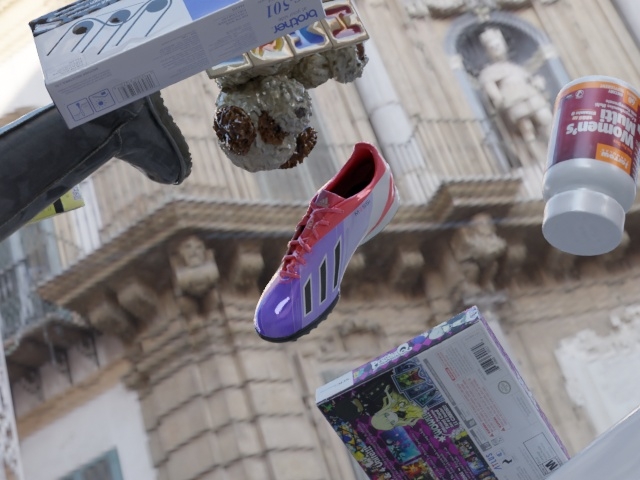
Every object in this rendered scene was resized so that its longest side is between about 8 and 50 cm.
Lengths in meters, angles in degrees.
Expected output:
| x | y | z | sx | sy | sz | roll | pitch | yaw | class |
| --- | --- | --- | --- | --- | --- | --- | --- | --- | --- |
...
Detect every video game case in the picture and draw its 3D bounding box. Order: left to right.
| x | y | z | sx | sy | sz | roll | pitch | yaw | class |
| --- | --- | --- | --- | --- | --- | --- | --- | --- | --- |
| 0.142 | 0.215 | 1.316 | 0.210 | 0.042 | 0.232 | -30 | -68 | 12 | video game case |

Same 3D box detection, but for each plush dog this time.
| x | y | z | sx | sy | sz | roll | pitch | yaw | class |
| --- | --- | --- | --- | --- | --- | --- | --- | --- | --- |
| -0.079 | -0.201 | 1.514 | 0.211 | 0.225 | 0.262 | 5 | -1 | 29 | plush dog |

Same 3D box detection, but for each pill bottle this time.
| x | y | z | sx | sy | sz | roll | pitch | yaw | class |
| --- | --- | --- | --- | --- | --- | --- | --- | --- | --- |
| 0.356 | -0.098 | 1.515 | 0.121 | 0.221 | 0.121 | 11 | -32 | 7 | pill bottle |

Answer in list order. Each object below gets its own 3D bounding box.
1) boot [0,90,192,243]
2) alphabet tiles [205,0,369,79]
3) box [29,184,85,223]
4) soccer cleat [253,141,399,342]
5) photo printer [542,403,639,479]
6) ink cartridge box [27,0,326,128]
| x | y | z | sx | sy | sz | roll | pitch | yaw | class |
| --- | --- | --- | --- | --- | --- | --- | --- | --- | --- |
| -0.221 | -0.056 | 1.003 | 0.208 | 0.076 | 0.189 | -49 | -37 | -20 | boot |
| -0.092 | -0.326 | 1.291 | 0.343 | 0.285 | 0.011 | -21 | -10 | -36 | alphabet tiles |
| -0.427 | -0.047 | 1.495 | 0.232 | 0.087 | 0.058 | -18 | 1 | 17 | box |
| 0.000 | 0.000 | 1.575 | 0.318 | 0.109 | 0.116 | -52 | -37 | -29 | soccer cleat |
| 0.317 | 0.337 | 1.179 | 0.307 | 0.256 | 0.107 | -43 | -32 | 18 | photo printer |
| -0.109 | -0.165 | 0.862 | 0.207 | 0.097 | 0.046 | -24 | -46 | -3 | ink cartridge box |
